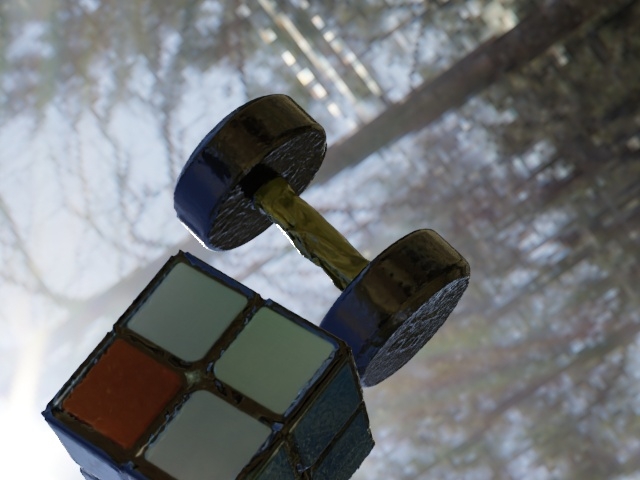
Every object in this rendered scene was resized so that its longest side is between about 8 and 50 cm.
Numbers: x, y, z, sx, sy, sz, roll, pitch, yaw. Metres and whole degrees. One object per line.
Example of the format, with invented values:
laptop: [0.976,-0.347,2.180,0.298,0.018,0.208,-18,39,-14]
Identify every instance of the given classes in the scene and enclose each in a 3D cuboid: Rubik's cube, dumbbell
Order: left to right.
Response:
Rubik's cube: [-0.082,0.148,1.288,0.180,0.183,0.167,30,156,26]
dumbbell: [0.000,0.000,1.911,0.322,0.204,0.204,44,-170,17]
